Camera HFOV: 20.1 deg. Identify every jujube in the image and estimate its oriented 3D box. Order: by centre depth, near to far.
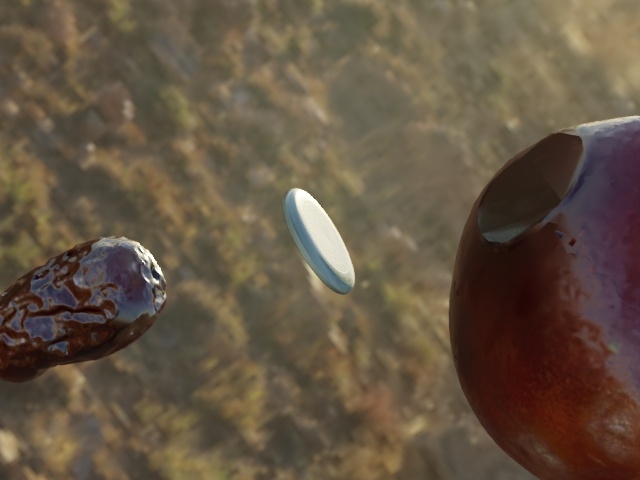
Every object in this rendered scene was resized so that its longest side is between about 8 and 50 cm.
[{"bbox_3d":[-0.161,0.048,1.164,0.077,0.129,0.077,60,4,-6],"label":"jujube"}]

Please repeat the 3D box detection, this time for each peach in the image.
[{"bbox_3d":[0.290,0.047,1.836,0.310,0.335,0.406,40,65,-36],"label":"peach"}]

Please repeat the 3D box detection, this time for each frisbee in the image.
[{"bbox_3d":[0.000,0.000,1.658,0.110,0.014,0.110,52,17,-23],"label":"frisbee"}]
